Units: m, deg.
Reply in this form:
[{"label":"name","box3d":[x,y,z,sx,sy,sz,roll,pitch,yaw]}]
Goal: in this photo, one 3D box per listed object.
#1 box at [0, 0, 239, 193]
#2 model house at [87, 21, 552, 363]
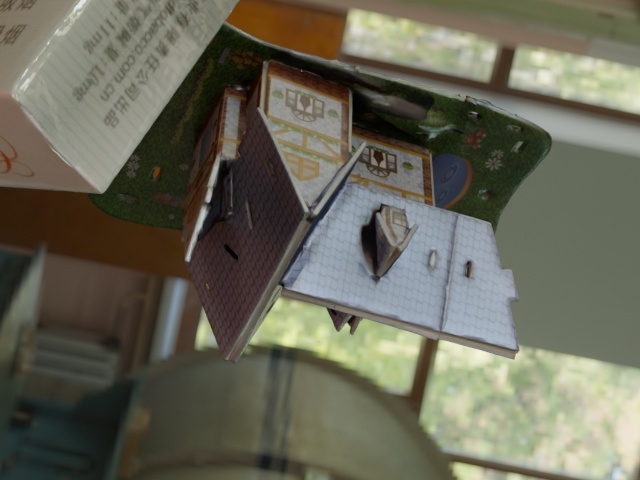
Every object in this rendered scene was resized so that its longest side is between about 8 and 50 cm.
[{"label":"box","box3d":[-0.065,-0.085,0.513,0.152,0.100,0.048,-56,129,-25]},{"label":"model house","box3d":[0.000,0.000,0.658,0.088,0.167,0.117,-90,-156,-46]}]
